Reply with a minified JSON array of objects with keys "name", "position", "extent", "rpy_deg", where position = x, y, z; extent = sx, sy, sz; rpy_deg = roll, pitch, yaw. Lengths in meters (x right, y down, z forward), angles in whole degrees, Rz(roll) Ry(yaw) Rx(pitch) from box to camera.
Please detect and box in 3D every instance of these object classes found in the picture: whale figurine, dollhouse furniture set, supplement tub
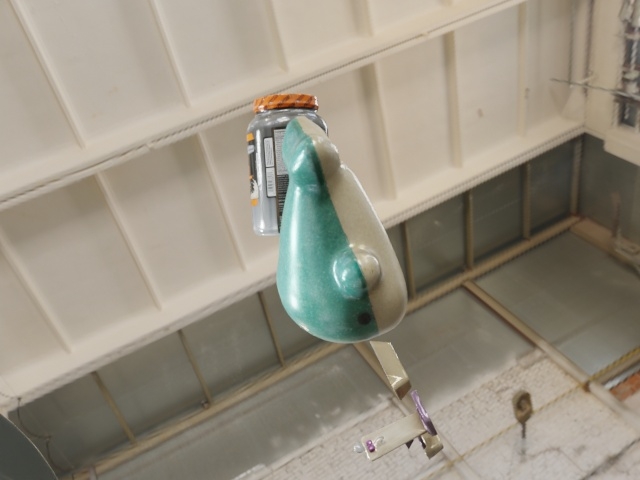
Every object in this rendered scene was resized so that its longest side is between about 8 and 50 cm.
[{"name":"whale figurine","position":[0.000,0.000,0.728],"extent":[0.141,0.216,0.272],"rpy_deg":[-23,-59,-2]},{"name":"dollhouse furniture set","position":[0.063,0.176,0.664],"extent":[0.081,0.114,0.091],"rpy_deg":[-27,-41,1]},{"name":"supplement tub","position":[-0.043,-0.103,0.885],"extent":[0.117,0.117,0.190],"rpy_deg":[-4,-89,-29]}]

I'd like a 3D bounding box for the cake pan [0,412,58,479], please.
[{"name":"cake pan","position":[-0.258,0.192,0.357],"extent":[0.054,0.293,0.293],"rpy_deg":[-40,-48,15]}]
